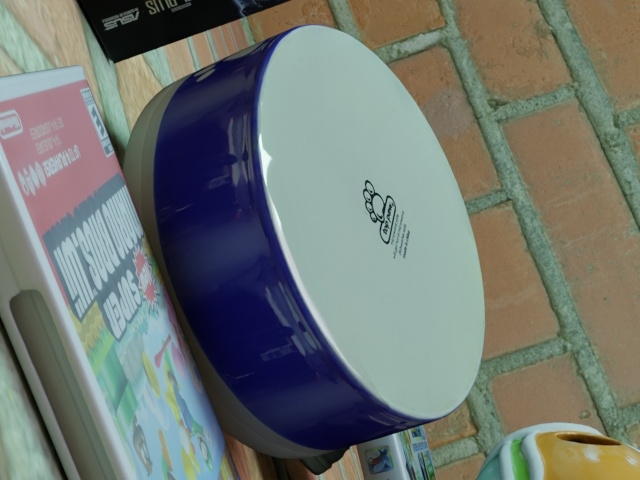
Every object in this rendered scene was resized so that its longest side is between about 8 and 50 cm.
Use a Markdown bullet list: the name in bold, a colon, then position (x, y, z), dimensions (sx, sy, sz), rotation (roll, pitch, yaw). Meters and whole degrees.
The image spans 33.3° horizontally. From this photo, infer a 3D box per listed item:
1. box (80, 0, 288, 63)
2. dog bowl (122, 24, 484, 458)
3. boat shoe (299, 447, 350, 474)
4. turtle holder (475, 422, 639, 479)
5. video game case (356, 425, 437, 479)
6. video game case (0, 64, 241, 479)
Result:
- **box**: position (-0.110, -0.235, 0.805), dimensions (0.077, 0.147, 0.180), rotation (69, 2, -47)
- **dog bowl**: position (0.000, 0.000, 0.694), dimensions (0.265, 0.104, 0.265), rotation (36, 43, -44)
- **boat shoe**: position (-0.030, 0.048, 0.959), dimensions (0.118, 0.103, 0.320), rotation (59, 13, -78)
- **turtle holder**: position (0.220, 0.307, 0.925), dimensions (0.227, 0.243, 0.320), rotation (-101, 176, -47)
- **video game case**: position (0.057, 0.136, 0.968), dimensions (0.329, 0.036, 0.300), rotation (48, 27, -76)
- **video game case**: position (-0.087, 0.061, 0.490), dimensions (0.204, 0.025, 0.285), rotation (-98, 170, -79)
